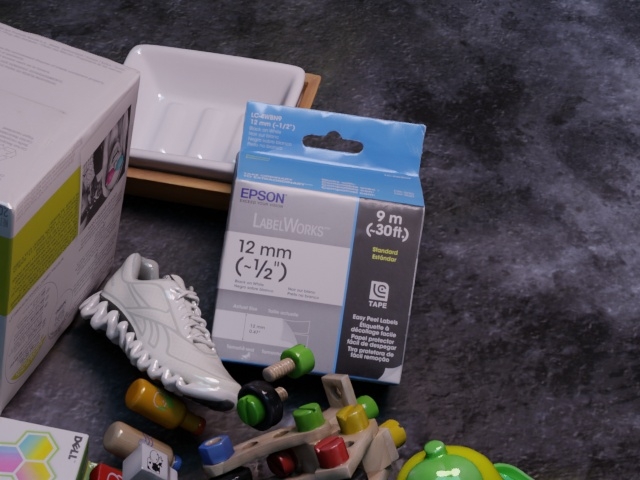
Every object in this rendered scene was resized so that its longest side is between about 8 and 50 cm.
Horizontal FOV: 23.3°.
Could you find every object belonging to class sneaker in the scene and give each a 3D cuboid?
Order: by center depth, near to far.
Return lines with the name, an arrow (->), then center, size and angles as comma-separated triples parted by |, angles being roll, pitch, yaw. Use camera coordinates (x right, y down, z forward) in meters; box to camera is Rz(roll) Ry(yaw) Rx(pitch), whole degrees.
sneaker -> -0.188, 0.112, 1.939 | 0.292, 0.110, 0.118 | 36, 89, 41

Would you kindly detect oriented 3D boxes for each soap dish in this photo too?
soap dish -> -0.165, -0.152, 2.194 | 0.290, 0.118, 0.229 | 10, 56, 13

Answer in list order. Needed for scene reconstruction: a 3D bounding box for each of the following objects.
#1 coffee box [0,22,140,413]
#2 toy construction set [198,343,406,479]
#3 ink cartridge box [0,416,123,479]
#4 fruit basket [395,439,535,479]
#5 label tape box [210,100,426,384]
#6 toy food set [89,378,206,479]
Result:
coffee box -> -0.459, -0.049, 1.916 | 0.337, 0.334, 0.338 | 20, 38, 8
toy construction set -> 0.038, 0.281, 1.848 | 0.237, 0.257, 0.309 | -24, 77, -43
ink cartridge box -> -0.338, 0.282, 1.854 | 0.209, 0.062, 0.109 | 12, 46, -1
fruit basket -> 0.180, 0.387, 1.659 | 0.283, 0.392, 0.392 | 34, 51, 19
label tape box -> 0.000, 0.000, 2.015 | 0.249, 0.115, 0.348 | 8, 89, -3
toy food set -> -0.199, 0.286, 1.823 | 0.104, 0.111, 0.232 | 31, 30, -27
